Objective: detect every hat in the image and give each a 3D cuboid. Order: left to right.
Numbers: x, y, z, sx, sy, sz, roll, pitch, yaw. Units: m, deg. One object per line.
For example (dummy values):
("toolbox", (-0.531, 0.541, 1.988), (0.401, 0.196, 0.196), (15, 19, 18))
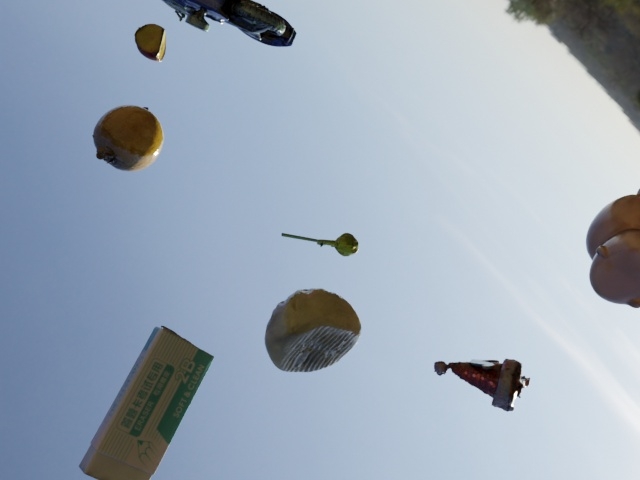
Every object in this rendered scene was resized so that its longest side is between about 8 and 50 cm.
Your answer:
("hat", (0.389, 0.325, 1.699), (0.227, 0.129, 0.140), (13, -156, 19))

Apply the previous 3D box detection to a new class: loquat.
("loquat", (-0.415, -0.221, 1.515), (0.163, 0.137, 0.163), (0, -117, 0))

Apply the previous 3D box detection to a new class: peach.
("peach", (-0.363, -0.425, 1.523), (0.077, 0.050, 0.083), (-34, -112, -24))

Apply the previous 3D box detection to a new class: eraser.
("eraser", (-0.250, 0.244, 1.019), (0.095, 0.052, 0.225), (34, -108, -24))

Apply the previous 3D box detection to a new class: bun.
("bun", (-0.023, 0.179, 1.424), (0.178, 0.193, 0.128), (14, -141, -31))

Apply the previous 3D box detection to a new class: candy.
("candy", (0.000, 0.000, 1.695), (0.194, 0.062, 0.058), (9, -102, -10))

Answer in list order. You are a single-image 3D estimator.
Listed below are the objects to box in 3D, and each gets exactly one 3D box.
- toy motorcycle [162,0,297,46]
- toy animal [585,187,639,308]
("toy motorcycle", (-0.192, -0.417, 1.212), (0.315, 0.113, 0.169), (24, -172, 0))
("toy animal", (0.654, 0.025, 1.480), (0.221, 0.210, 0.229), (-12, -121, -39))
